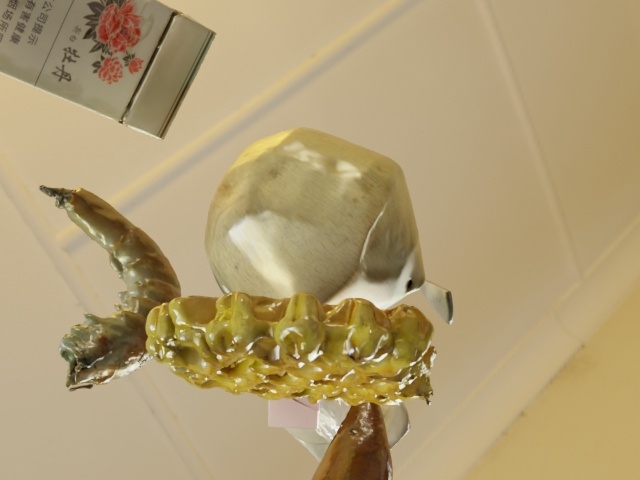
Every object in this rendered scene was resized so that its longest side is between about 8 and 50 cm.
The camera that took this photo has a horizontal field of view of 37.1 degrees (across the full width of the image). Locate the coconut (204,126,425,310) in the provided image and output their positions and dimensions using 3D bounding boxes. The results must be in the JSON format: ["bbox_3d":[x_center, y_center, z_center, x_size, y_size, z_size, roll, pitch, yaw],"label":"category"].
[{"bbox_3d":[0.000,0.000,0.950,0.224,0.224,0.224,-6,-80,-37],"label":"coconut"}]

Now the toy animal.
[{"bbox_3d":[0.015,0.337,1.849,0.265,0.271,0.206,44,-112,8],"label":"toy animal"}]

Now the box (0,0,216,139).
[{"bbox_3d":[-0.185,-0.164,0.778,0.198,0.029,0.109,21,-79,-45],"label":"box"}]

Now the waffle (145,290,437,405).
[{"bbox_3d":[-0.004,0.091,0.739,0.253,0.249,0.056,26,-117,-46],"label":"waffle"}]

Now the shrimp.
[{"bbox_3d":[-0.262,0.056,1.243,0.185,0.068,0.287,10,-121,-41],"label":"shrimp"}]

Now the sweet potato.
[{"bbox_3d":[0.029,0.343,1.186,0.112,0.112,0.359,23,-108,-37],"label":"sweet potato"}]

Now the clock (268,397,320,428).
[{"bbox_3d":[-0.037,0.079,1.374,0.080,0.275,0.290,2,-55,-3],"label":"clock"}]

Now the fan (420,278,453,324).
[{"bbox_3d":[0.188,0.080,1.643,0.023,0.282,0.057,-7,-77,-6],"label":"fan"}]
